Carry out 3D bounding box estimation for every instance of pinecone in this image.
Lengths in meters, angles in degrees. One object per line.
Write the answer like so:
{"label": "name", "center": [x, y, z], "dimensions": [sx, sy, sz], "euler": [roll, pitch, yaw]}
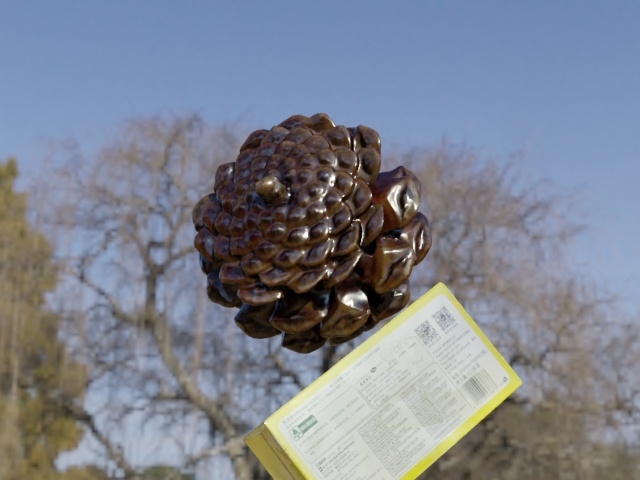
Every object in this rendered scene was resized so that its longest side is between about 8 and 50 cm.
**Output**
{"label": "pinecone", "center": [0.000, 0.000, 1.021], "dimensions": [0.208, 0.207, 0.208], "euler": [-1, -20, 0]}

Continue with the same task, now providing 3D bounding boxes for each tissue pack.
{"label": "tissue pack", "center": [0.044, 0.120, 0.854], "dimensions": [0.176, 0.095, 0.062], "euler": [-36, -5, -26]}
